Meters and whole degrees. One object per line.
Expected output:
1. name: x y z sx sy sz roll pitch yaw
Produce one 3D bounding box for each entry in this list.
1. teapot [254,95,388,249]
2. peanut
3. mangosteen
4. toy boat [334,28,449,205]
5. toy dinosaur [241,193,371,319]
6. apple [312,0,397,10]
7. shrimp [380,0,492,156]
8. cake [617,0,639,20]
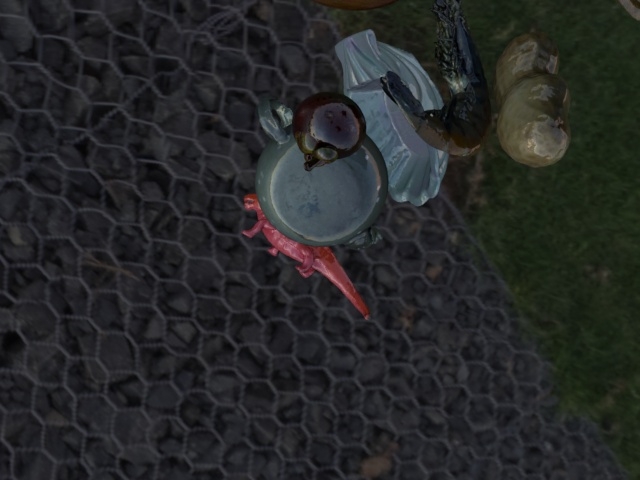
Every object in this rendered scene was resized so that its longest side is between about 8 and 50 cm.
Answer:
1. teapot: 0.002 -0.089 1.536 0.193 0.129 0.294 -31 108 18
2. peanut: 0.274 -0.185 1.368 0.086 0.227 0.104 28 131 -28
3. mangosteen: 0.010 -0.117 1.117 0.081 0.081 0.081 -6 103 -27
4. toy boat: 0.126 -0.202 1.689 0.100 0.199 0.290 -32 102 -31
5. toy dinosaur: 0.001 -0.008 1.661 0.286 0.070 0.139 35 88 16
6. apple: 0.017 -0.281 0.760 0.207 0.237 0.237 37 82 -20
7. shrimp: 0.143 -0.235 1.354 0.198 0.051 0.262 4 73 -46
8. cake: 0.492 -0.389 1.275 0.332 0.321 0.332 -19 138 -18
